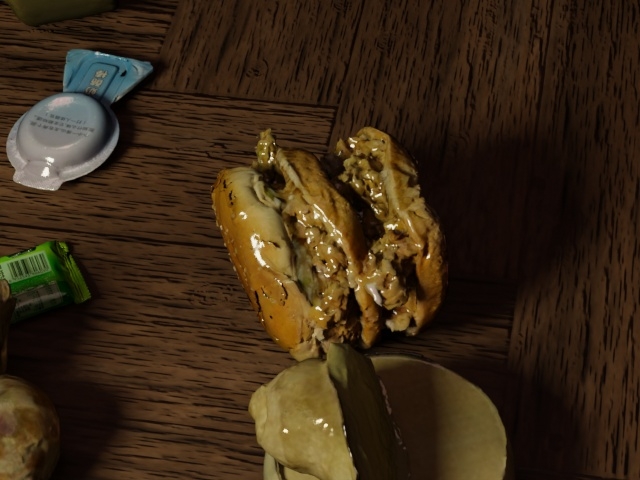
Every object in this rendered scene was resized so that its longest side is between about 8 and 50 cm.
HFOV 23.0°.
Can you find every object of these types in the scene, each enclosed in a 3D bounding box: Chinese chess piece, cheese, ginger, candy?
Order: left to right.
[{"bbox_3d":[-0.449,0.156,1.606,0.375,0.176,0.256,-3,64,0],"label":"ginger"},{"bbox_3d":[-0.357,0.059,1.776,0.178,0.032,0.102,-19,54,-15],"label":"candy"},{"bbox_3d":[-0.303,-0.150,1.945,0.135,0.052,0.245,14,50,11],"label":"cheese"},{"bbox_3d":[0.008,0.198,1.467,0.122,0.115,0.193,-23,59,9],"label":"ginger"},{"bbox_3d":[0.068,0.229,1.554,0.249,0.103,0.250,-1,49,1],"label":"Chinese chess piece"}]

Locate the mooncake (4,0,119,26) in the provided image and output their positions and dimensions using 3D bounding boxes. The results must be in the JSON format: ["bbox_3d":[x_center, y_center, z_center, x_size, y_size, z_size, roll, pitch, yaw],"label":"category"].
[{"bbox_3d":[-0.366,-0.420,2.040,0.155,0.284,0.284,-15,49,-1],"label":"mooncake"}]

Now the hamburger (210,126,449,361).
[{"bbox_3d":[0.007,-0.002,1.676,0.211,0.245,0.261,-20,89,-10],"label":"hamburger"}]
